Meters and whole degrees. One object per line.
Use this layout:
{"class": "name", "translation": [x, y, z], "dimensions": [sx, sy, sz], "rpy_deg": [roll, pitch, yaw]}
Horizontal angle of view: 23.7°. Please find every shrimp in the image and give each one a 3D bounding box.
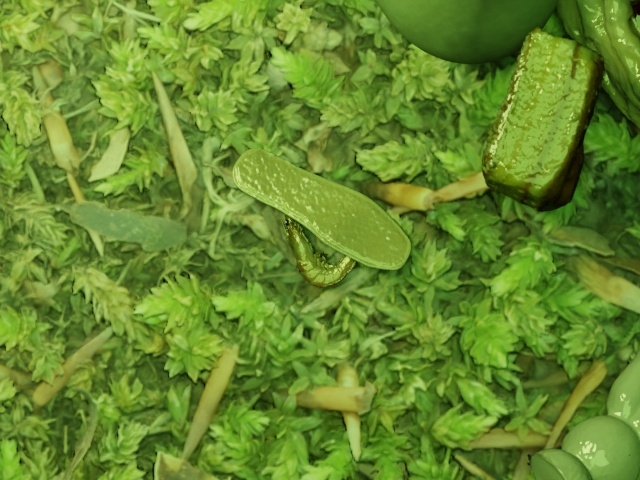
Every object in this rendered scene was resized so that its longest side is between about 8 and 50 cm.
{"class": "shrimp", "translation": [0.000, 0.000, 1.911], "dimensions": [0.083, 0.023, 0.114], "rpy_deg": [-31, 85, 1]}

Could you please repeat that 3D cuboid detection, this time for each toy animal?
{"class": "toy animal", "translation": [0.360, 0.243, 1.848], "dimensions": [0.221, 0.131, 0.104], "rpy_deg": [-36, 52, -19]}

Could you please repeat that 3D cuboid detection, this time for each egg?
{"class": "egg", "translation": [0.158, -0.378, 1.769], "dimensions": [0.258, 0.258, 0.352], "rpy_deg": [-14, 91, 7]}

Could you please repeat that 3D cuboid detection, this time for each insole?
{"class": "insole", "translation": [0.003, -0.041, 1.903], "dimensions": [0.248, 0.011, 0.081], "rpy_deg": [29, 76, 7]}

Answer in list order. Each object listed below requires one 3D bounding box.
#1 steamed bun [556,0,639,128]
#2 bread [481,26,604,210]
{"class": "steamed bun", "translation": [0.490, -0.191, 1.775], "dimensions": [0.247, 0.189, 0.428], "rpy_deg": [-37, 86, -2]}
{"class": "bread", "translation": [0.262, -0.131, 1.773], "dimensions": [0.110, 0.234, 0.184], "rpy_deg": [21, 92, 9]}
